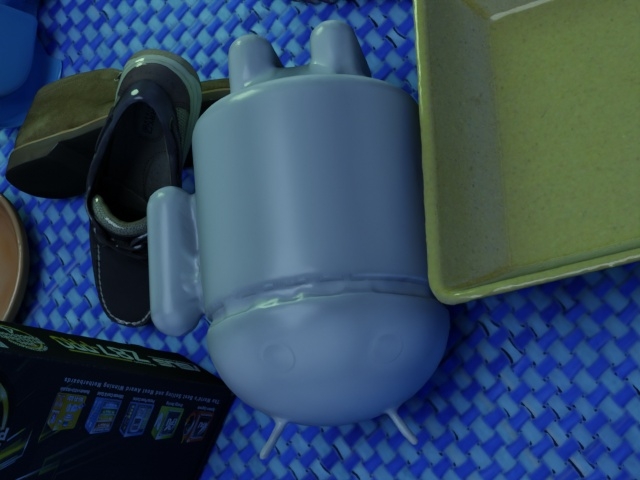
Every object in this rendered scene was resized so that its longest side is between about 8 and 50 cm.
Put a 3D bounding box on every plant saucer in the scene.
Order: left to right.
[{"bbox_3d":[-0.383,0.036,1.449,0.200,0.037,0.200,-7,76,30],"label":"plant saucer"},{"bbox_3d":[0.242,-0.120,1.036,0.333,0.081,0.333,-15,59,26],"label":"plant saucer"}]

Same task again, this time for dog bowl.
[{"bbox_3d":[-0.355,-0.261,1.433,0.074,0.166,0.297,-4,77,43],"label":"dog bowl"}]

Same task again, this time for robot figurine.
[{"bbox_3d":[0.000,0.000,1.121,0.300,0.200,0.353,-9,73,13],"label":"robot figurine"}]

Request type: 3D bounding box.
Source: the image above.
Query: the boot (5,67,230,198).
[{"bbox_3d":[-0.183,-0.130,1.329,0.305,0.112,0.115,-10,60,30],"label":"boot"}]

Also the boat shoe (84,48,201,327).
[{"bbox_3d":[-0.171,-0.032,1.231,0.103,0.092,0.285,19,122,6],"label":"boat shoe"}]

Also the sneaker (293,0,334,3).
[{"bbox_3d":[0.022,-0.282,1.244,0.236,0.095,0.104,6,75,28],"label":"sneaker"}]

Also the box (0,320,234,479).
[{"bbox_3d":[-0.269,0.228,1.119,0.097,0.395,0.318,27,93,32],"label":"box"}]
